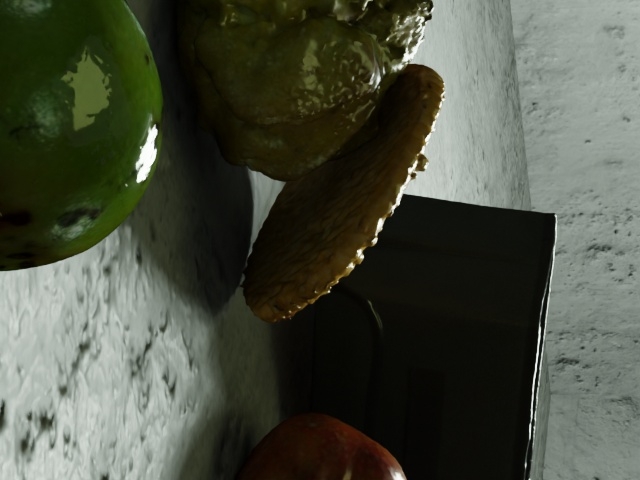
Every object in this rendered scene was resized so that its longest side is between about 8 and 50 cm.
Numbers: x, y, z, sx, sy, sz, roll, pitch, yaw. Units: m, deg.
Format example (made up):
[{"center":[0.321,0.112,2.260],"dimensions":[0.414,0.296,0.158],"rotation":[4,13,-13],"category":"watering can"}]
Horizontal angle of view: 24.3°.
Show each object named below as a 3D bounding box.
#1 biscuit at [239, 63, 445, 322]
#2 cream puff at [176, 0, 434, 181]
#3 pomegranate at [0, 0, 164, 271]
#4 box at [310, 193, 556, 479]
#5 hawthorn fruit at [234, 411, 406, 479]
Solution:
[{"center":[0.018,-0.039,1.208],"dimensions":[0.035,0.254,0.254],"rotation":[34,40,-16],"category":"biscuit"},{"center":[-0.021,-0.172,1.149],"dimensions":[0.244,0.196,0.244],"rotation":[159,-90,-83],"category":"cream puff"},{"center":[-0.156,-0.076,0.710],"dimensions":[0.220,0.156,0.156],"rotation":[-124,-161,-53],"category":"pomegranate"},{"center":[0.112,0.154,1.473],"dimensions":[0.251,0.204,0.345],"rotation":[-62,157,-63],"category":"box"},{"center":[-0.004,0.226,1.263],"dimensions":[0.203,0.162,0.163],"rotation":[161,-70,-82],"category":"hawthorn fruit"}]
